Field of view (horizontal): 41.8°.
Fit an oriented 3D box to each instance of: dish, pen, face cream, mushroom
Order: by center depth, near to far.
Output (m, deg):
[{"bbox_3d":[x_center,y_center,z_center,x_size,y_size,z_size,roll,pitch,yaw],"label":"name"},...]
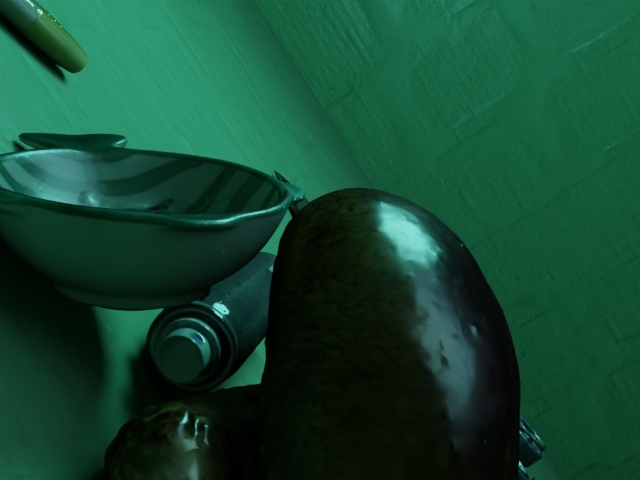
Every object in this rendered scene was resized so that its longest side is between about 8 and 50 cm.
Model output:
[{"bbox_3d":[-0.128,-0.011,0.557,0.246,0.224,0.078,30,-62,53],"label":"dish"},{"bbox_3d":[0.039,0.147,0.559,0.239,0.345,0.345,21,-5,23],"label":"mushroom"},{"bbox_3d":[-0.279,-0.219,0.700,0.040,0.032,0.233,36,-7,42],"label":"pen"},{"bbox_3d":[-0.078,0.063,0.705,0.073,0.073,0.283,58,10,-2],"label":"face cream"}]

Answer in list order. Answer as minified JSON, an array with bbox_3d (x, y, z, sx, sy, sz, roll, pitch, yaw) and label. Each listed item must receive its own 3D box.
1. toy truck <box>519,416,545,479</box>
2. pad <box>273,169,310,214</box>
[{"bbox_3d":[0.146,0.247,1.011,0.178,0.176,0.363,52,8,13],"label":"toy truck"},{"bbox_3d":[-0.001,0.000,1.411,0.174,0.022,0.233,40,20,-58],"label":"pad"}]
